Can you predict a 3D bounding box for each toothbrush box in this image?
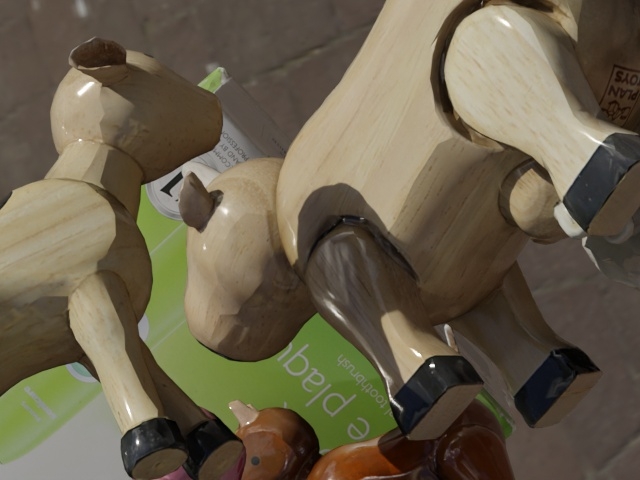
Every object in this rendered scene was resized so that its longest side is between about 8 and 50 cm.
[{"bbox_3d":[-0.083,0.090,0.818,0.283,0.122,0.206,-41,99,9],"label":"toothbrush box"}]

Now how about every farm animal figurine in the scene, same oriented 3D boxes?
[{"bbox_3d":[0.000,0.000,0.615,0.327,0.330,0.172,-43,60,14],"label":"farm animal figurine"}]
